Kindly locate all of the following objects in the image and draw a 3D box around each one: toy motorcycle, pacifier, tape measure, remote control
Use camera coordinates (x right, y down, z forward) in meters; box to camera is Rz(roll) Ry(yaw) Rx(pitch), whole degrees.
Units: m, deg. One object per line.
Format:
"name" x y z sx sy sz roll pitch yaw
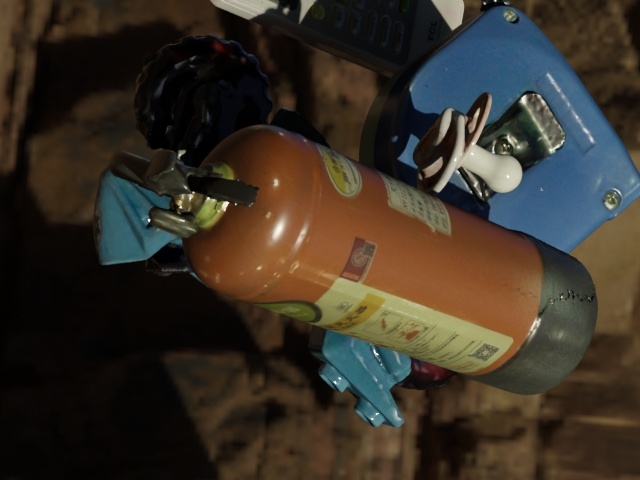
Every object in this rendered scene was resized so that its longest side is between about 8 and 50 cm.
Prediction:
"toy motorcycle" -0.045 0.012 1.551 0.232 0.416 0.172 -47 -167 -12
"pacifier" 0.109 -0.056 1.219 0.099 0.078 0.081 -51 -163 47
"tape measure" 0.106 -0.127 1.370 0.351 0.215 0.098 54 -21 -6
"remote control" 0.018 -0.220 1.540 0.034 0.250 0.103 -21 -127 59

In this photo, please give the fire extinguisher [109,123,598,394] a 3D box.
"fire extinguisher" 0.000 0.010 1.147 0.200 0.376 0.113 -13 -118 48
